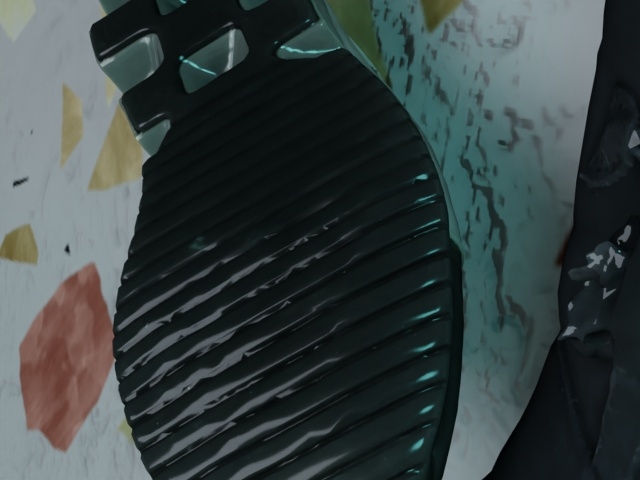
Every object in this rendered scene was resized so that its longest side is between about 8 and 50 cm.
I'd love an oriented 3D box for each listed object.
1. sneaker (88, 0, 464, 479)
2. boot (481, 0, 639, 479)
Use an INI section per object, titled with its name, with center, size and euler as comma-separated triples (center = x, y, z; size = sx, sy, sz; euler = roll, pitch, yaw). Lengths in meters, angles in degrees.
[sneaker]
center = 0.000, 0.000, 0.485
size = 0.122, 0.146, 0.330
euler = -25, 42, 12
[boot]
center = 0.186, -0.020, 0.243
size = 0.367, 0.146, 0.445
euler = 26, 102, 51
